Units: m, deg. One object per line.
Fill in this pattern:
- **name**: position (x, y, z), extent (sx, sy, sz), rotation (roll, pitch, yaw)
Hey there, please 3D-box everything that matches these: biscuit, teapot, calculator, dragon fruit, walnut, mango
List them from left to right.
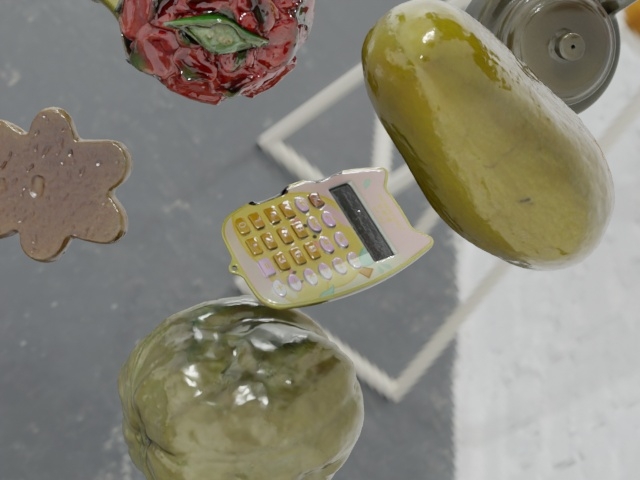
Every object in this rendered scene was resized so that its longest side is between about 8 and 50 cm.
- **biscuit**: position (-0.331, -0.066, 1.734), extent (0.039, 0.236, 0.179), rotation (-32, 129, -83)
- **dragon fruit**: position (-0.123, -0.281, 1.696), extent (0.234, 0.234, 0.293), rotation (31, 21, -36)
- **walnut**: position (-0.100, 0.196, 1.815), extent (0.277, 0.282, 0.253), rotation (-22, 86, -14)
- **calculator**: position (0.000, 0.000, 1.714), extent (0.236, 0.033, 0.157), rotation (-18, 62, -25)
- **mango**: position (0.136, -0.092, 1.263), extent (0.331, 0.142, 0.195), rotation (46, 12, -40)
- **teapot**: position (0.279, -0.237, 1.785), extent (0.185, 0.268, 0.175), rotation (56, -4, -15)

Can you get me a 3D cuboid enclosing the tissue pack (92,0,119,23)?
- **tissue pack**: position (-0.217, -0.313, 1.892), extent (0.178, 0.127, 0.123), rotation (50, 8, -3)
